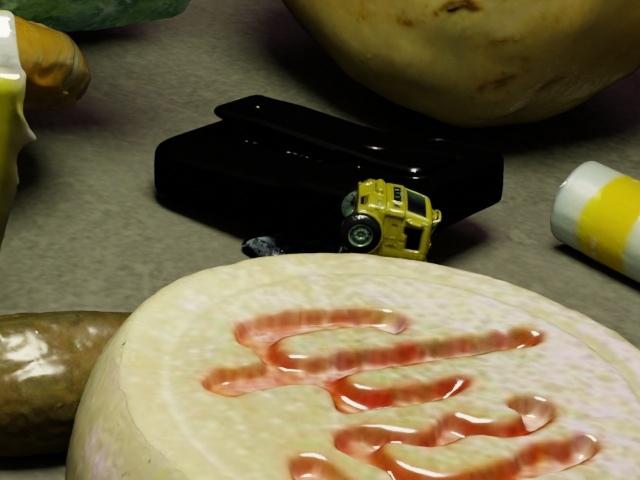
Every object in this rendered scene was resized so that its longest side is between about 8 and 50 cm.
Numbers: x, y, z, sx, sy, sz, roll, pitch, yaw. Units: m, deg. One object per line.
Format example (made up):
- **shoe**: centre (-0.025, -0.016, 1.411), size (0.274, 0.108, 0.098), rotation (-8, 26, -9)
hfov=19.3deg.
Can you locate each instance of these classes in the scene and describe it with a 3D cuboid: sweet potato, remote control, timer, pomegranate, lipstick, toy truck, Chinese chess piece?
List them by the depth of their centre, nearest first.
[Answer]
- **Chinese chess piece**: centre (0.028, 0.108, 0.794), size (0.270, 0.112, 0.270), rotation (8, 26, -4)
- **sweet potato**: centre (-0.085, 0.058, 0.919), size (0.233, 0.062, 0.081), rotation (-9, 25, -41)
- **toy truck**: centre (0.033, 0.009, 1.035), size (0.054, 0.083, 0.049), rotation (12, 22, -3)
- **lipstick**: centre (0.256, 0.027, 1.112), size (0.264, 0.059, 0.059), rotation (30, 31, 35)
- **remote control**: centre (0.000, 0.000, 1.126), size (0.096, 0.014, 0.039), rotation (-11, 32, -36)
- **timer**: centre (0.003, -0.047, 1.153), size (0.187, 0.055, 0.144), rotation (15, 23, 31)
- **pomegranate**: centre (0.107, -0.235, 1.331), size (0.332, 0.332, 0.332), rotation (8, 25, -4)

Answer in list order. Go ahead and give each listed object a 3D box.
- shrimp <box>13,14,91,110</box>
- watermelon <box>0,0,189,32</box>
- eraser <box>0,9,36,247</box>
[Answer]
- **shrimp**: centre (-0.355, -0.107, 1.086), size (0.445, 0.085, 0.272), rotation (1, -1, -3)
- **watermelon**: centre (-0.199, -0.296, 1.104), size (0.228, 0.387, 0.258), rotation (-22, 31, 3)
- **eraser**: centre (-0.263, -0.043, 0.941), size (0.226, 0.158, 0.069), rotation (1, 41, -18)
